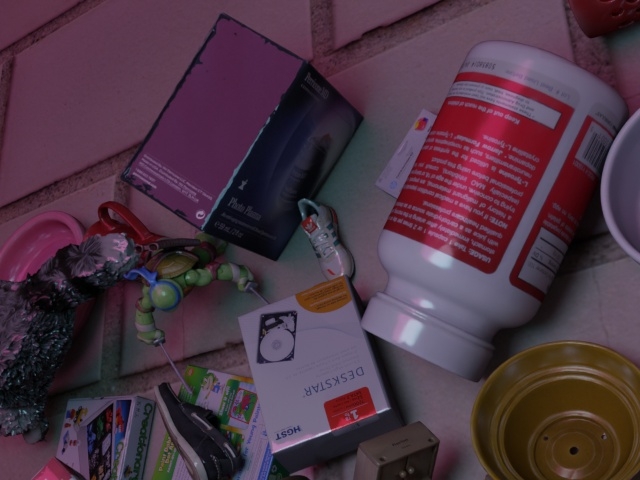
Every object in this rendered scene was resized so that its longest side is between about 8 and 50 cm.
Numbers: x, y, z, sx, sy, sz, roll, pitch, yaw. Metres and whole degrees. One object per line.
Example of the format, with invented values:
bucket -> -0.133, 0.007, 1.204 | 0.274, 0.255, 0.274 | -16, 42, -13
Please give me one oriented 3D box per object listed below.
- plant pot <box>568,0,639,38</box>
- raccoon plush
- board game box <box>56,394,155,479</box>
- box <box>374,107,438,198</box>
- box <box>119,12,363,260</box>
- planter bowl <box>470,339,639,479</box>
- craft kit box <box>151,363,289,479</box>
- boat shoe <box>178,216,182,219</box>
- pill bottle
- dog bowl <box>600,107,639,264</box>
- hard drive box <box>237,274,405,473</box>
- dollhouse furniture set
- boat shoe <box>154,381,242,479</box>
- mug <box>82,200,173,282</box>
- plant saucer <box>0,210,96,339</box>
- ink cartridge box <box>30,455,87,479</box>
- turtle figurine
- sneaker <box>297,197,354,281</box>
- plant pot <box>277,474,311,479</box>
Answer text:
plant pot -> 0.417, -0.388, 1.337 | 0.174, 0.191, 0.191 | -14, 60, 25
raccoon plush -> -0.466, 0.202, 1.754 | 0.446, 0.299, 0.216 | -21, 55, 4
board game box -> -0.393, 0.426, 1.720 | 0.193, 0.053, 0.305 | -9, 64, 38
box -> 0.186, -0.104, 1.494 | 0.186, 0.038, 0.145 | 34, 92, 43
box -> -0.110, -0.151, 1.565 | 0.183, 0.296, 0.294 | 32, 92, 21
planter bowl -> 0.296, 0.233, 1.182 | 0.217, 0.090, 0.217 | -14, 47, 16
craft kit box -> -0.151, 0.336, 1.558 | 0.247, 0.061, 0.249 | 6, 74, 39
boat shoe -> -0.225, -0.113, 1.744 | 0.267, 0.096, 0.088 | 131, 132, -62
pill bottle -> 0.216, -0.034, 1.298 | 0.229, 0.229, 0.407 | 25, 88, 44
dog bowl -> 0.478, -0.063, 1.179 | 0.265, 0.104, 0.264 | -19, 58, 33
hard drive box -> -0.002, 0.191, 1.437 | 0.181, 0.089, 0.232 | -23, 55, 5
dollhouse furniture set -> 0.144, 0.365, 1.201 | 0.242, 0.212, 0.161 | 42, 135, 44
boat shoe -> -0.197, 0.294, 1.545 | 0.079, 0.084, 0.233 | -25, 35, -18
mug -> -0.355, 0.016, 1.828 | 0.169, 0.150, 0.113 | 12, 60, 39
plant saucer -> -0.559, 0.106, 1.997 | 0.332, 0.084, 0.332 | -19, 57, 33
ink cartridge box -> -0.354, 0.454, 1.541 | 0.218, 0.158, 0.092 | 38, 74, 19
turtle figurine -> -0.210, 0.096, 1.655 | 0.198, 0.275, 0.266 | -55, 16, 19
sneaker -> 0.000, 0.000, 1.576 | 0.057, 0.075, 0.161 | -35, 51, 23
plant pot -> -0.047, 0.479, 1.289 | 0.263, 0.263, 0.229 | -49, 63, 11
